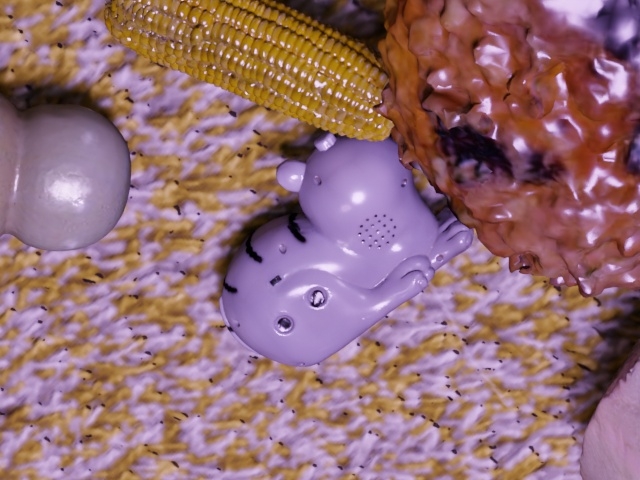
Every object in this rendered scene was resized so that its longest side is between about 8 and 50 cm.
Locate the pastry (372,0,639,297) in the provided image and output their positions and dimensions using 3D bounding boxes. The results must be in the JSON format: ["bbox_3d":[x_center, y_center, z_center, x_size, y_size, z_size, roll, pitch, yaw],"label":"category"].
[{"bbox_3d":[0.206,-0.136,1.152,0.405,0.292,0.337,19,115,-18],"label":"pastry"}]

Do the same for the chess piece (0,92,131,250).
[{"bbox_3d":[-0.243,-0.050,1.266,0.243,0.133,0.133,6,111,-12],"label":"chess piece"}]

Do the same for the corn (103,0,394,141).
[{"bbox_3d":[-0.040,-0.121,1.246,0.203,0.072,0.072,24,110,5],"label":"corn"}]

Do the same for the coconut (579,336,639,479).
[{"bbox_3d":[0.294,0.137,1.297,0.239,0.244,0.239,-16,137,-15],"label":"coconut"}]

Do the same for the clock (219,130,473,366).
[{"bbox_3d":[0.000,0.000,1.309,0.176,0.080,0.117,-37,109,11],"label":"clock"}]
